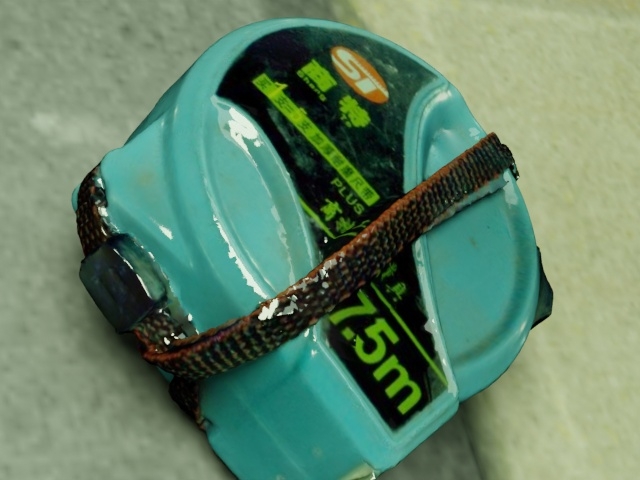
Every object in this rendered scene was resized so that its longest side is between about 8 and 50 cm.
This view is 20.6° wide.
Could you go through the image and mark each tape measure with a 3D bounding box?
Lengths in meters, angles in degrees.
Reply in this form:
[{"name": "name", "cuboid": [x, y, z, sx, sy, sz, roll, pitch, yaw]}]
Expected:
[{"name": "tape measure", "cuboid": [0.000, 0.000, 0.511, 0.125, 0.081, 0.146, 51, 45, 3]}]
